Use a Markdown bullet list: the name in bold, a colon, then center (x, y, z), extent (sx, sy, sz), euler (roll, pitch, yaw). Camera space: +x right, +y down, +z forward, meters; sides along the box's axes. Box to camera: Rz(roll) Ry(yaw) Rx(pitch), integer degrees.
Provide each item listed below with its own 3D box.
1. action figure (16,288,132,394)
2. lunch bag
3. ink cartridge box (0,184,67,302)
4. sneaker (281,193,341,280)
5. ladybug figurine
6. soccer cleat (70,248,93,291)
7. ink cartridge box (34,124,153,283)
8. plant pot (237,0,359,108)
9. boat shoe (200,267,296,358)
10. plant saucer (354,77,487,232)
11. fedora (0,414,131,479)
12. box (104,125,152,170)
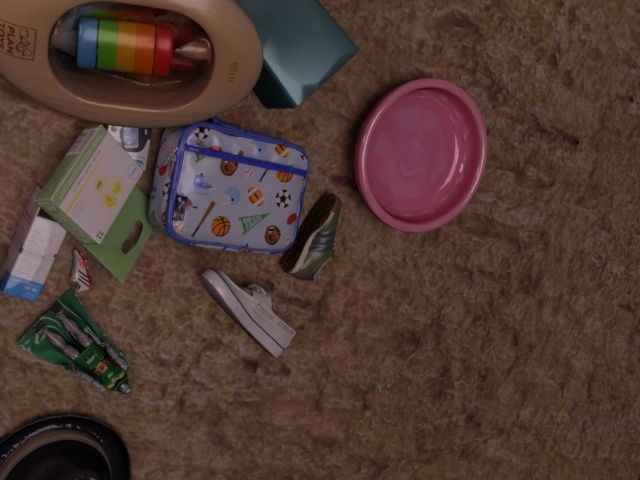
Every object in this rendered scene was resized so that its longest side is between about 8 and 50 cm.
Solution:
- **action figure**: center (-0.433, 0.217, 1.450), extent (0.137, 0.063, 0.232), euler (-46, 123, -11)
- **lunch bag**: center (-0.171, -0.105, 1.456), extent (0.303, 0.115, 0.243), euler (10, 96, -38)
- **ink cartridge box**: center (-0.490, 0.004, 1.330), extent (0.060, 0.104, 0.180), euler (23, 93, -31)
- **sneaker**: center (0.000, 0.000, 1.625), extent (0.086, 0.064, 0.192), euler (34, 87, -39)
- **ladybug figurine**: center (-0.319, -0.338, 1.256), extent (0.449, 0.162, 0.305), euler (6, 133, -20)
- **soccer cleat**: center (-0.444, 0.056, 1.415), extent (0.036, 0.029, 0.083), euler (-23, 118, -26)
- **ink cartridge box**: center (-0.363, -0.059, 1.345), extent (0.235, 0.056, 0.171), euler (52, 48, -39)
- **plant pot**: center (-0.085, -0.384, 1.412), extent (0.165, 0.166, 0.234), euler (-44, 113, -11)
- **boat shoe**: center (-0.138, 0.133, 1.566), extent (0.088, 0.096, 0.267), euler (-47, 121, -14)
- **plant saucer**: center (0.208, -0.186, 1.670), extent (0.332, 0.084, 0.332), euler (-8, 108, -27)
- **fedora**: center (-0.493, 0.504, 1.442), extent (0.334, 0.152, 0.334), euler (-8, 108, -27)
- **box**: center (-0.351, -0.184, 1.399), extent (0.081, 0.028, 0.136), euler (5, 100, -30)
